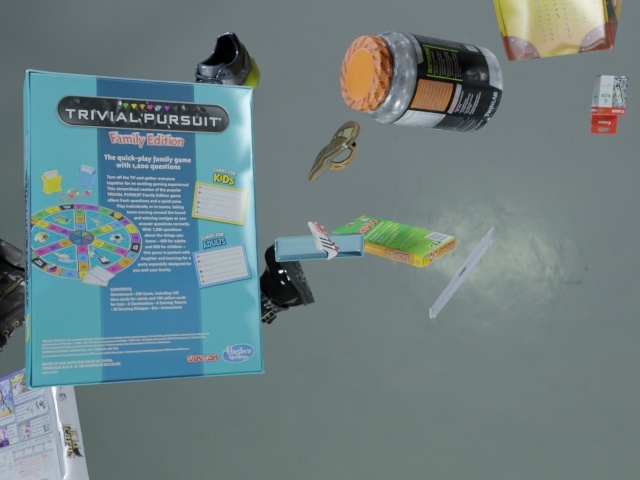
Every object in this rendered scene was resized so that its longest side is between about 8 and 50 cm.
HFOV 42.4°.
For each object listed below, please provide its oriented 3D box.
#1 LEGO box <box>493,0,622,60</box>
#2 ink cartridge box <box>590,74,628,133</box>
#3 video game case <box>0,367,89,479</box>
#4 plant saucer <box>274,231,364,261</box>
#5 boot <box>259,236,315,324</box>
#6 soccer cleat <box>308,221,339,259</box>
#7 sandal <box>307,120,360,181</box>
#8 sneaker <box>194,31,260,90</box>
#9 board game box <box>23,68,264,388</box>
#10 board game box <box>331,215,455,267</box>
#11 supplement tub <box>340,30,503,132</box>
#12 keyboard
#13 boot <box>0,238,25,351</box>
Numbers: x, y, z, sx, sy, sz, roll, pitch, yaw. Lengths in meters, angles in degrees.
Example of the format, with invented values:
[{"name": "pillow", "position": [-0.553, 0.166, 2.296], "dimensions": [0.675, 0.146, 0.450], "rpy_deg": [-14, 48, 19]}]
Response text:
[{"name": "LEGO box", "position": [0.403, -0.629, 1.438], "dimensions": [0.193, 0.373, 0.500], "rpy_deg": [-1, 133, 28]}, {"name": "ink cartridge box", "position": [0.578, -0.271, 1.655], "dimensions": [0.062, 0.029, 0.115], "rpy_deg": [0, 98, -13]}, {"name": "video game case", "position": [-0.557, 0.375, 1.610], "dimensions": [0.269, 0.061, 0.244], "rpy_deg": [-23, 76, 42]}, {"name": "plant saucer", "position": [-0.002, 0.012, 1.778], "dimensions": [0.191, 0.018, 0.067], "rpy_deg": [-4, 134, -4]}, {"name": "boot", "position": [-0.165, 0.138, 2.243], "dimensions": [0.260, 0.131, 0.348], "rpy_deg": [-21, 150, -1]}, {"name": "soccer cleat", "position": [0.000, 0.000, 1.596], "dimensions": [0.083, 0.035, 0.029], "rpy_deg": [50, 162, -4]}, {"name": "sandal", "position": [0.031, -0.144, 1.392], "dimensions": [0.049, 0.072, 0.180], "rpy_deg": [30, 151, -9]}, {"name": "sneaker", "position": [-0.212, -0.275, 1.598], "dimensions": [0.111, 0.300, 0.121], "rpy_deg": [4, 150, 20]}, {"name": "board game box", "position": [-0.201, -0.011, 0.935], "dimensions": [0.253, 0.079, 0.336], "rpy_deg": [0, 82, -23]}, {"name": "board game box", "position": [0.157, -0.003, 1.827], "dimensions": [0.259, 0.124, 0.039], "rpy_deg": [19, 122, 39]}, {"name": "supplement tub", "position": [0.214, -0.337, 1.757], "dimensions": [0.315, 0.194, 0.194], "rpy_deg": [3, 129, -31]}, {"name": "keyboard", "position": [0.337, 0.077, 1.966], "dimensions": [0.014, 0.256, 0.072], "rpy_deg": [33, 165, 26]}, {"name": "boot", "position": [-0.475, 0.136, 1.232], "dimensions": [0.263, 0.229, 0.091], "rpy_deg": [34, 151, -26]}]
